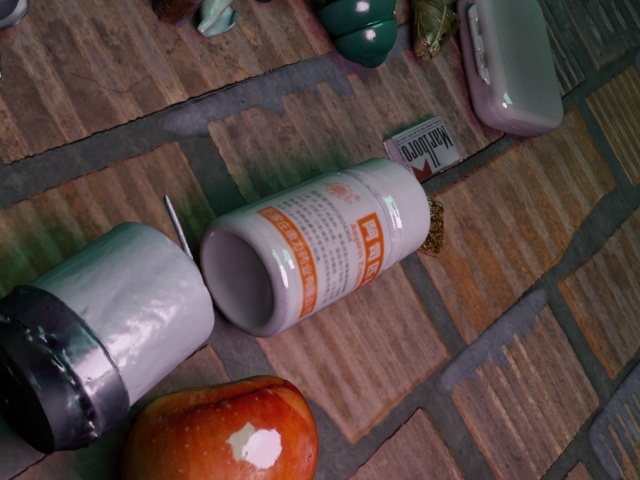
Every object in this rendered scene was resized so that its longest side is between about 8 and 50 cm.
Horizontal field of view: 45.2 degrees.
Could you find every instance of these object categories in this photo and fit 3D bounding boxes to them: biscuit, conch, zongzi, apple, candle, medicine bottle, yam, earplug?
[{"bbox_3d":[0.167,-0.056,1.566,0.231,0.025,0.130,21,62,-30],"label":"biscuit"},{"bbox_3d":[-0.190,-0.442,1.422,0.065,0.088,0.180,10,67,13],"label":"conch"},{"bbox_3d":[0.219,-0.502,1.734,0.178,0.081,0.189,48,50,-14],"label":"zongzi"},{"bbox_3d":[-0.131,0.298,1.059,0.272,0.252,0.206,0,74,-50],"label":"apple"},{"bbox_3d":[-0.277,0.109,1.037,0.342,0.221,0.221,-39,99,-41],"label":"candle"},{"bbox_3d":[0.000,0.000,1.295,0.372,0.211,0.211,-26,90,-40],"label":"medicine bottle"},{"bbox_3d":[-0.233,-0.433,1.325,0.079,0.141,0.079,13,66,-31],"label":"yam"},{"bbox_3d":[0.458,-0.439,1.869,0.283,0.123,0.374,5,70,-35],"label":"medicine bottle"},{"bbox_3d":[0.040,-0.466,1.537,0.257,0.164,0.280,-37,108,-33],"label":"earplug"}]

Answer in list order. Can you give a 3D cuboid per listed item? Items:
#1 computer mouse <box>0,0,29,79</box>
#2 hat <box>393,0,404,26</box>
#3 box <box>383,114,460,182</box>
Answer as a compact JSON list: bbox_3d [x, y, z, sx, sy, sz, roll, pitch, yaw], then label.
[{"bbox_3d":[-0.528,-0.407,1.127,0.167,0.090,0.379,-14,88,-40],"label":"computer mouse"},{"bbox_3d":[0.149,-0.558,1.701,0.147,0.085,0.175,43,54,-16],"label":"hat"},{"bbox_3d":[0.222,-0.194,1.653,0.178,0.036,0.115,-30,93,-41],"label":"box"}]
